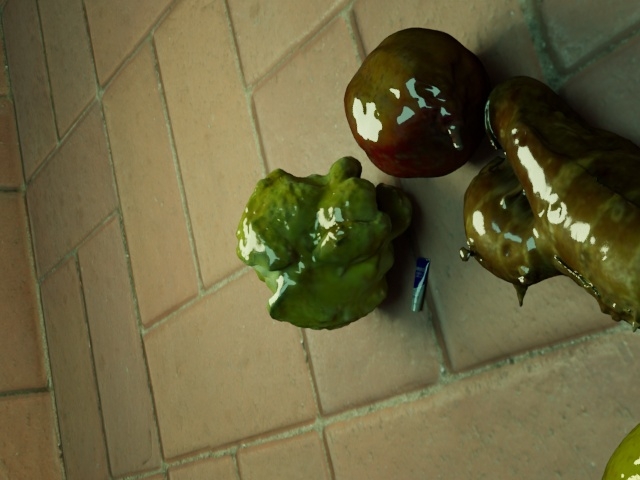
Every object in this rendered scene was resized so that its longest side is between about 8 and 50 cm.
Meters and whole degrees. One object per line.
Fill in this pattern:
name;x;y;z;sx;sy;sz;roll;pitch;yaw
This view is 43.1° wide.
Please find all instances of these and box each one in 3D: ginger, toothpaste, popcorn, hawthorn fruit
ginger;0.306;-0.002;0.922;0.418;0.176;0.254;47;133;44
toothpaste;0.152;0.068;1.245;0.024;0.015;0.083;14;98;43
popcorn;0.002;-0.006;1.265;0.225;0.277;0.276;-88;18;-62
hawthorn fruit;0.145;-0.172;1.083;0.248;0.208;0.207;-130;49;-64

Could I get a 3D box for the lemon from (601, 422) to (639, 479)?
lemon;0.386;0.290;0.768;0.267;0.267;0.267;2;93;52
